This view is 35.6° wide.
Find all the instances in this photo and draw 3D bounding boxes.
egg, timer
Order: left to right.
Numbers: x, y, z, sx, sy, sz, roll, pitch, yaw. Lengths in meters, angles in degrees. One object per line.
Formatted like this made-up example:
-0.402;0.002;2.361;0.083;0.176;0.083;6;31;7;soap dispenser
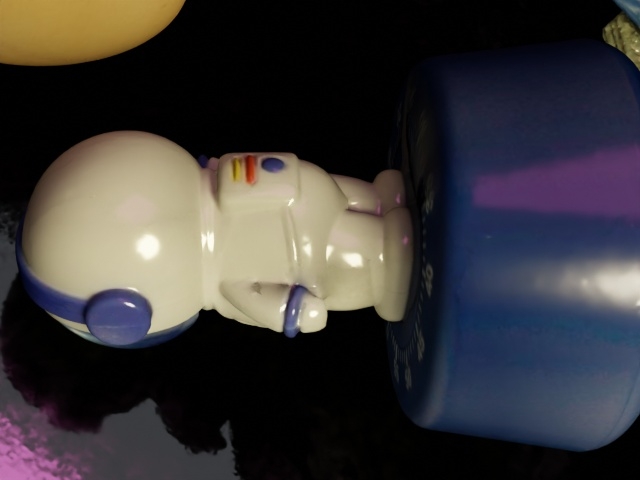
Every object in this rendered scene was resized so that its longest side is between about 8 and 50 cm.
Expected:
-0.207;-0.220;0.698;0.244;0.201;0.201;20;54;-26;egg
0.000;0.000;0.651;0.383;0.270;0.270;1;59;-4;timer

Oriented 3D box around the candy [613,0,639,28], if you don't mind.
0.405;-0.207;0.965;0.331;0.077;0.187;40;60;2;candy

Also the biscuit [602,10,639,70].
0.360;-0.159;0.988;0.147;0.046;0.250;8;58;-18;biscuit
